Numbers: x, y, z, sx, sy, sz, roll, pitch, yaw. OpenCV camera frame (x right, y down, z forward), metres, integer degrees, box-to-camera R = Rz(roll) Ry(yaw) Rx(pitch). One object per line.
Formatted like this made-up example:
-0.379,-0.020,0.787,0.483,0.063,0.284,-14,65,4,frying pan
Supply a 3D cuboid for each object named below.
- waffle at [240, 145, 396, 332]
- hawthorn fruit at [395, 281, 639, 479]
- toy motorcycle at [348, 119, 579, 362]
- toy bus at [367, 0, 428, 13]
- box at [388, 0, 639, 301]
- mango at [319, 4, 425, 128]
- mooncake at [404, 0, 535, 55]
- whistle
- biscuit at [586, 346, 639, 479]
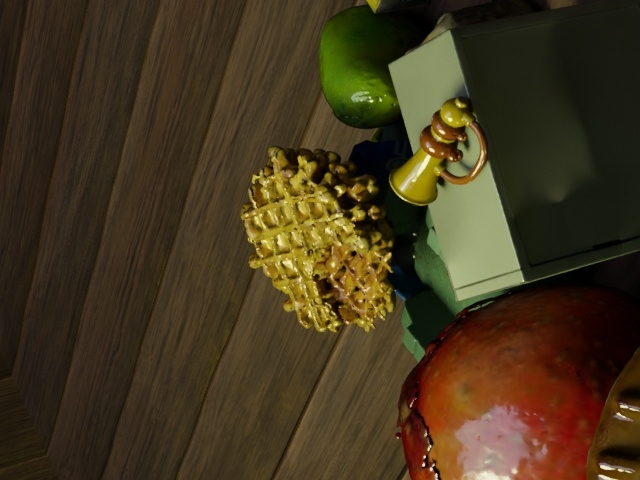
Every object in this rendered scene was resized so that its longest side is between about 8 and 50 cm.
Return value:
0.000,0.000,1.634,0.197,0.070,0.193,25,129,41,waffle
0.231,0.174,1.475,0.316,0.316,0.316,35,132,51,hawthorn fruit
0.113,-0.011,1.695,0.326,0.200,0.191,49,143,37,toy motorcycle
0.102,-0.340,1.690,0.226,0.081,0.074,104,146,-47,toy bus
0.207,-0.085,1.454,0.117,0.225,0.225,-22,83,61,box
0.061,-0.183,1.751,0.233,0.125,0.111,-105,4,-63,mango
0.150,-0.184,1.618,0.073,0.125,0.130,62,153,15,mooncake
0.102,-0.072,1.369,0.109,0.046,0.057,-56,40,47,whistle
0.363,0.192,1.236,0.332,0.332,0.103,66,-168,17,biscuit
